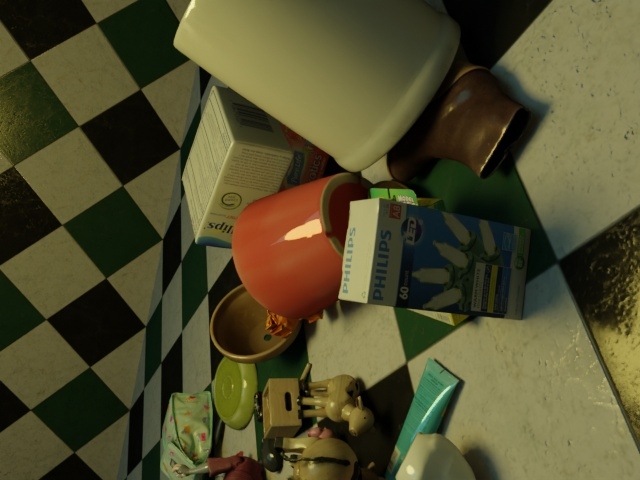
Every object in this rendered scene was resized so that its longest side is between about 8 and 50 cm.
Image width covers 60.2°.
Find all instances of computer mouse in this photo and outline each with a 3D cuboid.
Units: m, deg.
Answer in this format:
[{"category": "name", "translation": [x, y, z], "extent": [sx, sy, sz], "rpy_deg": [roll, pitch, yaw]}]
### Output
[{"category": "computer mouse", "translation": [-0.149, 0.492, 1.436], "extent": [0.071, 0.041, 0.242], "rpy_deg": [-68, 29, 25]}]

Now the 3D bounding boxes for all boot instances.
[{"category": "boot", "translation": [0.209, -0.158, 0.899], "extent": [0.248, 0.090, 0.206], "rpy_deg": [-59, 32, 29]}]

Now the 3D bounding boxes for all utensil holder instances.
[{"category": "utensil holder", "translation": [-0.010, -0.359, 0.967], "extent": [0.327, 0.386, 0.327], "rpy_deg": [-50, 19, 24]}]

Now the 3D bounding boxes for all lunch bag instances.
[{"category": "lunch bag", "translation": [-0.429, 0.660, 1.787], "extent": [0.262, 0.160, 0.223], "rpy_deg": [-109, 32, -42]}]

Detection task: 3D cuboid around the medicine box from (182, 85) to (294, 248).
[{"category": "medicine box", "translation": [-0.209, -0.170, 1.315], "extent": [0.289, 0.149, 0.263], "rpy_deg": [-63, 34, 32]}]

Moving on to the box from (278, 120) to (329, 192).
[{"category": "box", "translation": [-0.082, -0.200, 1.405], "extent": [0.142, 0.154, 0.299], "rpy_deg": [45, 120, 58]}]

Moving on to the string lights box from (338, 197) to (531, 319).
[{"category": "string lights box", "translation": [0.159, 0.030, 0.750], "extent": [0.077, 0.260, 0.133], "rpy_deg": [0, 82, 63]}]

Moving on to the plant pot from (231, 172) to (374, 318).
[{"category": "plant pot", "translation": [0.000, 0.000, 1.091], "extent": [0.243, 0.275, 0.274], "rpy_deg": [-25, 59, 47]}]

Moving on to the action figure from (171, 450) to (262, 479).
[{"category": "action figure", "translation": [-0.203, 0.610, 1.344], "extent": [0.276, 0.248, 0.370], "rpy_deg": [-39, 10, 7]}]

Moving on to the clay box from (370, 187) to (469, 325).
[{"category": "clay box", "translation": [0.157, 0.014, 0.867], "extent": [0.127, 0.053, 0.222], "rpy_deg": [13, 125, 61]}]

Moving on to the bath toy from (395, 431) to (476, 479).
[{"category": "bath toy", "translation": [0.134, 0.447, 0.820], "extent": [0.129, 0.151, 0.348], "rpy_deg": [27, 107, 17]}]

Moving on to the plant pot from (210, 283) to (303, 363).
[{"category": "plant pot", "translation": [-0.148, 0.219, 1.394], "extent": [0.109, 0.237, 0.237], "rpy_deg": [68, -179, -46]}]

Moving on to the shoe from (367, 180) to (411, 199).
[{"category": "shoe", "translation": [0.155, -0.036, 0.973], "extent": [0.219, 0.077, 0.058], "rpy_deg": [47, 161, 46]}]

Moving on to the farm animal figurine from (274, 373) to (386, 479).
[{"category": "farm animal figurine", "translation": [0.032, 0.395, 0.967], "extent": [0.327, 0.172, 0.330], "rpy_deg": [55, -148, -67]}]

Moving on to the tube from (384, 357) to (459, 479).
[{"category": "tube", "translation": [0.162, 0.301, 0.896], "extent": [0.080, 0.052, 0.207], "rpy_deg": [30, 103, 56]}]

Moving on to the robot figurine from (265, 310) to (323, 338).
[{"category": "robot figurine", "translation": [-0.059, 0.071, 1.307], "extent": [0.211, 0.085, 0.291], "rpy_deg": [-34, 44, 37]}]

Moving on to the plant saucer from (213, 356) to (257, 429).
[{"category": "plant saucer", "translation": [-0.263, 0.438, 1.642], "extent": [0.241, 0.037, 0.240], "rpy_deg": [-20, 65, 52]}]

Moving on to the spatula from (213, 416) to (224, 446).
[{"category": "spatula", "translation": [-0.310, 0.503, 1.751], "extent": [0.084, 0.030, 0.296], "rpy_deg": [-4, 78, 57]}]

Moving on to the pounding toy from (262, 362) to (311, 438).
[{"category": "pounding toy", "translation": [-0.078, 0.377, 1.298], "extent": [0.130, 0.100, 0.141], "rpy_deg": [113, 156, -54]}]
